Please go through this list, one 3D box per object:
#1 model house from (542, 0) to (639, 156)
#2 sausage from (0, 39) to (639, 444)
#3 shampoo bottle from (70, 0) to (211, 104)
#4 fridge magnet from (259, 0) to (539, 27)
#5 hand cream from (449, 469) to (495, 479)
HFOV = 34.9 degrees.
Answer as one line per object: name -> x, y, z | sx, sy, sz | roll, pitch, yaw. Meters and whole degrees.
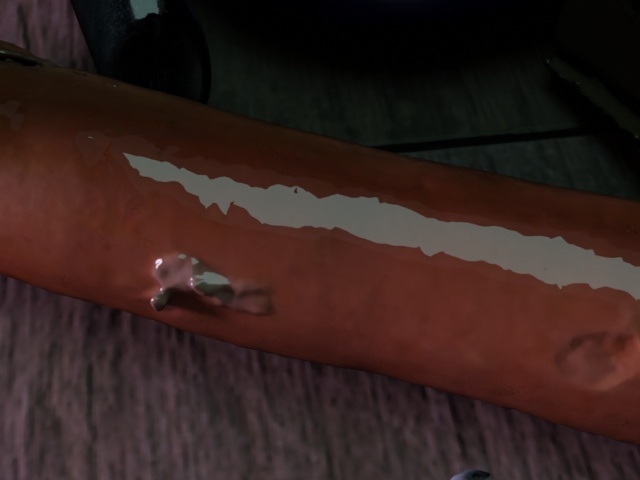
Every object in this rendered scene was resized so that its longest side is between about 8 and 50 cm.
model house -> 0.254, -0.101, 0.392 | 0.211, 0.204, 0.243 | -17, 50, -19
sausage -> 0.000, 0.000, 0.387 | 0.419, 0.094, 0.094 | 14, 95, 10
shampoo bottle -> -0.111, -0.155, 0.506 | 0.049, 0.087, 0.233 | -16, 55, -14
fridge magnet -> 0.039, -0.211, 0.535 | 0.266, 0.112, 0.265 | 0, 49, 1
hand cream -> 0.171, 0.112, 0.327 | 0.256, 0.055, 0.088 | -1, 59, 1
